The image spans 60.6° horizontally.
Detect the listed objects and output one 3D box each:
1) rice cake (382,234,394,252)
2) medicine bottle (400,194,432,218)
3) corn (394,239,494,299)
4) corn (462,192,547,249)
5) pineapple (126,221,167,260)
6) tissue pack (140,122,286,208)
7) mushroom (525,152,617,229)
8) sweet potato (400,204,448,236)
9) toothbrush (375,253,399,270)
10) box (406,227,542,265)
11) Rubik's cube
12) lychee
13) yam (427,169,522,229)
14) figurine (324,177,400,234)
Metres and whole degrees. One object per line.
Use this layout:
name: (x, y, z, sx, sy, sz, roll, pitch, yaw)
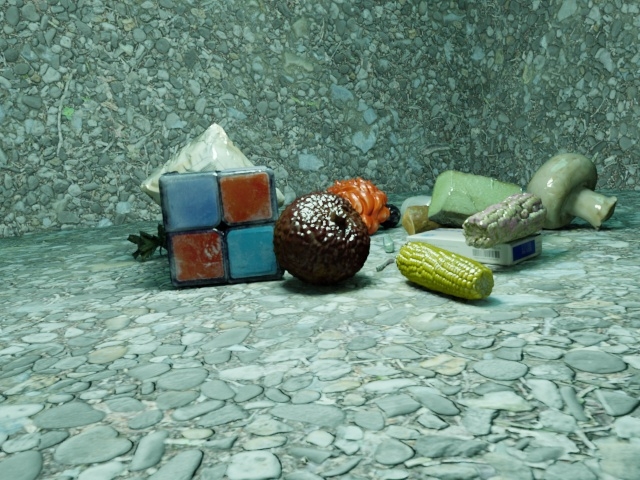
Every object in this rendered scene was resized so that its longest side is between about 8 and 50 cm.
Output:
rice cake: (0.230, 0.009, 1.871, 0.033, 0.033, 0.207, -5, 9, 5)
medicine bottle: (0.420, -0.110, 2.186, 0.145, 0.144, 0.252, -6, 11, -13)
corn: (0.280, 0.071, 1.265, 0.106, 0.106, 0.305, -8, 14, -22)
corn: (0.501, -0.053, 1.475, 0.127, 0.126, 0.335, 4, 15, 43)
pineapple: (-0.575, 0.005, 2.037, 0.119, 0.130, 0.278, 38, 30, 30)
tissue pack: (-0.370, -0.157, 1.871, 0.390, 0.375, 0.195, -30, 29, 14)
mushroom: (0.902, -0.159, 1.969, 0.298, 0.297, 0.290, -11, 35, -38)
sweet potato: (0.461, -0.067, 1.958, 0.337, 0.131, 0.131, -2, 8, -12)
toothbrush: (0.202, 0.062, 1.604, 0.022, 0.017, 0.204, 11, 14, 23)
box: (0.455, 0.013, 1.643, 0.200, 0.065, 0.344, -12, 12, -43)
Rubik's cube: (-0.277, -0.055, 1.603, 0.314, 0.318, 0.316, -5, 10, -6)
lychee: (0.000, 0.000, 1.410, 0.261, 0.260, 0.260, -4, 9, 1)
yam: (0.500, -0.109, 1.804, 0.272, 0.202, 0.201, 19, -35, -4)
figurine: (0.175, -0.127, 2.280, 0.306, 0.241, 0.412, 28, 6, 28)
